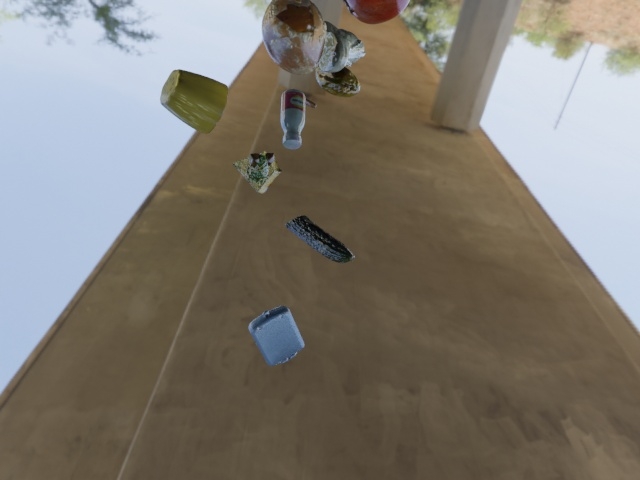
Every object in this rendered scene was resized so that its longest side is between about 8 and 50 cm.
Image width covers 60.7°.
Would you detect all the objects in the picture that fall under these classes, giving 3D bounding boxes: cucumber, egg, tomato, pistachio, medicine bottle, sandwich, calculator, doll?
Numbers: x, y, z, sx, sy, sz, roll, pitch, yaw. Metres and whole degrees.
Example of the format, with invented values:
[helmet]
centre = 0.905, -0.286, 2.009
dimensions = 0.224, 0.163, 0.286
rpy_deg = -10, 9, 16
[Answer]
[cucumber]
centre = 0.000, 0.001, 1.773
dimensions = 0.265, 0.077, 0.077
rpy_deg = 39, -140, 28
[egg]
centre = -0.076, -0.606, 1.616
dimensions = 0.195, 0.233, 0.195
rpy_deg = -9, -161, 3
[tomato]
centre = 0.204, -1.013, 2.115
dimensions = 0.290, 0.325, 0.293
rpy_deg = -27, -158, 13
[pistachio]
centre = 0.056, -0.601, 2.046
dimensions = 0.189, 0.110, 0.100
rpy_deg = 36, 174, 10
[medicine bottle]
centre = -0.102, -0.446, 2.016
dimensions = 0.090, 0.090, 0.216
rpy_deg = 5, -112, -12
[sandwich]
centre = -0.261, -0.318, 2.320
dimensions = 0.193, 0.162, 0.058
rpy_deg = 46, -167, 23
[calculator]
centre = -0.116, 0.259, 1.479
dimensions = 0.121, 0.210, 0.039
rpy_deg = -30, -139, -11
[doll]
centre = -0.184, -0.224, 1.693
dimensions = 0.078, 0.113, 0.076
rpy_deg = -6, -107, -25

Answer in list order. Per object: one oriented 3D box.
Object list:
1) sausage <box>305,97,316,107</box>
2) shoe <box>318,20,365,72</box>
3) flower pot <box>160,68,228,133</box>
[sausage]
centre = -0.070, -0.611, 2.386
dimensions = 0.116, 0.026, 0.026
rpy_deg = 28, -149, -3
[shoe]
centre = 0.079, -0.626, 1.809
dimensions = 0.159, 0.124, 0.316
rpy_deg = 11, -144, -21
[flower pot]
centre = -0.441, -0.487, 1.878
dimensions = 0.179, 0.195, 0.195
rpy_deg = 20, -158, -36
